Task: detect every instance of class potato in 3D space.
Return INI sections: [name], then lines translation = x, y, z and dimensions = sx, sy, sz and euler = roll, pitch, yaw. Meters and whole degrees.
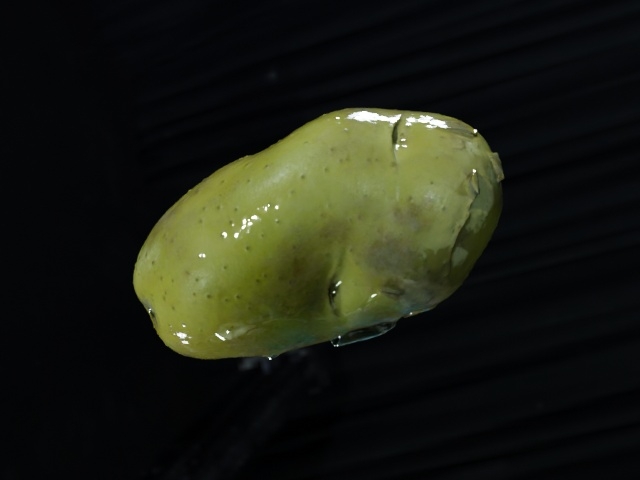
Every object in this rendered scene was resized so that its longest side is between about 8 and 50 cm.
[potato]
translation = 0.000, 0.000, 1.191
dimensions = 0.169, 0.248, 0.143
euler = 76, 171, -64
